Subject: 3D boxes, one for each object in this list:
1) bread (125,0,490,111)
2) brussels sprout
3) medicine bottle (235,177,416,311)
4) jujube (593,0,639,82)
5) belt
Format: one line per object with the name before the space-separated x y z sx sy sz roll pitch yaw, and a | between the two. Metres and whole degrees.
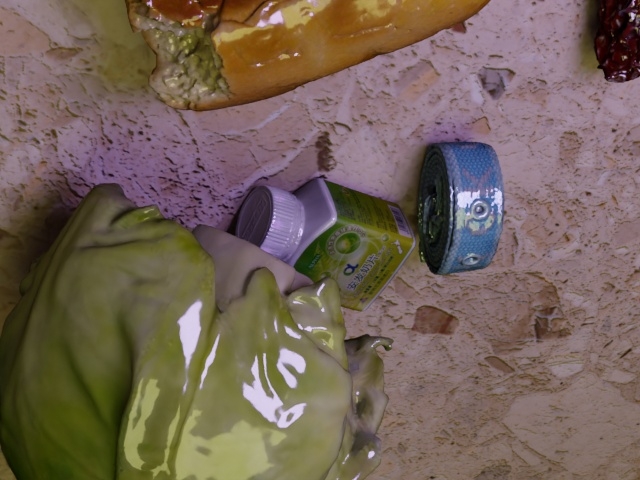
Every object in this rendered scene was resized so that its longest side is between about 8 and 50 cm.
bread | -0.007 -0.225 1.027 0.344 0.149 0.195 -21 176 2
brussels sprout | -0.150 0.178 1.179 0.425 0.342 0.361 31 77 -13
medicine bottle | 0.000 0.000 1.308 0.188 0.088 0.132 16 125 -31
jujube | 0.347 -0.252 1.190 0.104 0.104 0.166 -8 145 -12
belt | 0.160 -0.037 1.294 0.082 0.147 0.163 -5 104 -10
